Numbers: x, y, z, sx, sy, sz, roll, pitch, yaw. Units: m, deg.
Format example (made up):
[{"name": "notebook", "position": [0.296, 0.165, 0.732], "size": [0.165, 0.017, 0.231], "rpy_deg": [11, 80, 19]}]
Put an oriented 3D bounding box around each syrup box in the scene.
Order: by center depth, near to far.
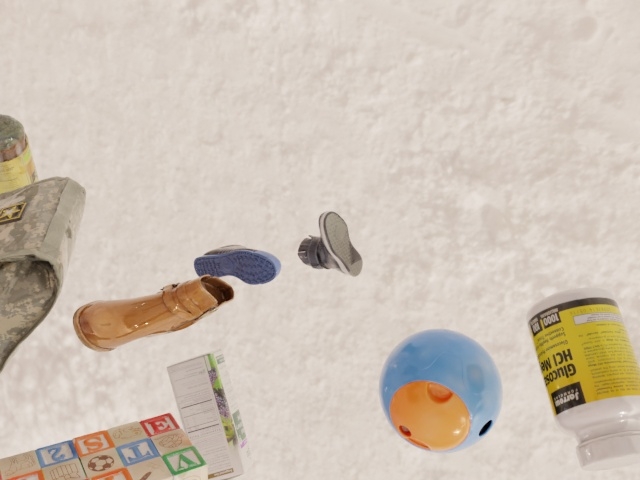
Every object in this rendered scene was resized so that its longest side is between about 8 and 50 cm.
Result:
[{"name": "syrup box", "position": [-0.211, 0.339, 1.355], "size": [0.096, 0.093, 0.236], "rpy_deg": [-18, 84, 5]}]

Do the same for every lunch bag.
[{"name": "lunch bag", "position": [-0.486, 0.042, 1.097], "size": [0.169, 0.235, 0.287], "rpy_deg": [35, 112, -25]}]

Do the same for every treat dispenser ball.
[{"name": "treat dispenser ball", "position": [0.281, 0.352, 1.653], "size": [0.288, 0.288, 0.288], "rpy_deg": [21, 121, 39]}]

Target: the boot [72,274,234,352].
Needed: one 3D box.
[{"name": "boot", "position": [-0.222, 0.090, 0.953], "size": [0.153, 0.197, 0.072], "rpy_deg": [-23, 81, 22]}]

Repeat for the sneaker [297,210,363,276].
[{"name": "sneaker", "position": [-0.001, 0.002, 1.788], "size": [0.164, 0.086, 0.226], "rpy_deg": [14, 147, 34]}]

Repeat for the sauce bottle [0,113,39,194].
[{"name": "sauce bottle", "position": [-0.659, -0.117, 1.499], "size": [0.111, 0.111, 0.344], "rpy_deg": [48, 150, 20]}]

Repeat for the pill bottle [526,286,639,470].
[{"name": "pill bottle", "position": [0.546, 0.278, 1.409], "size": [0.188, 0.188, 0.333], "rpy_deg": [-44, 45, 46]}]

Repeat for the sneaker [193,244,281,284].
[{"name": "sneaker", "position": [-0.166, 0.044, 1.519], "size": [0.232, 0.090, 0.081], "rpy_deg": [2, 110, 35]}]

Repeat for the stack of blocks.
[{"name": "stack of blocks", "position": [-0.281, 0.310, 0.794], "size": [0.171, 0.297, 0.087], "rpy_deg": [31, 124, 53]}]
